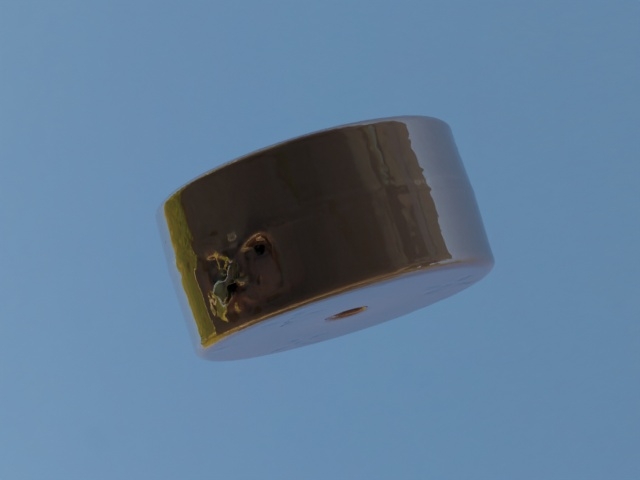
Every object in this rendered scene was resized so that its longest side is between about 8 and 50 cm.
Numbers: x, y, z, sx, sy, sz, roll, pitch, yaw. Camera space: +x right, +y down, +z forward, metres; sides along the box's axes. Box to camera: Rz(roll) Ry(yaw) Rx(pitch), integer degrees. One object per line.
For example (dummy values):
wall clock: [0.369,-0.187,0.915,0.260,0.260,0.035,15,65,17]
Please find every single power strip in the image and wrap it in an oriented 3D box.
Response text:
power strip: [0.000,0.000,0.826,0.154,0.154,0.078,-22,-102,30]
